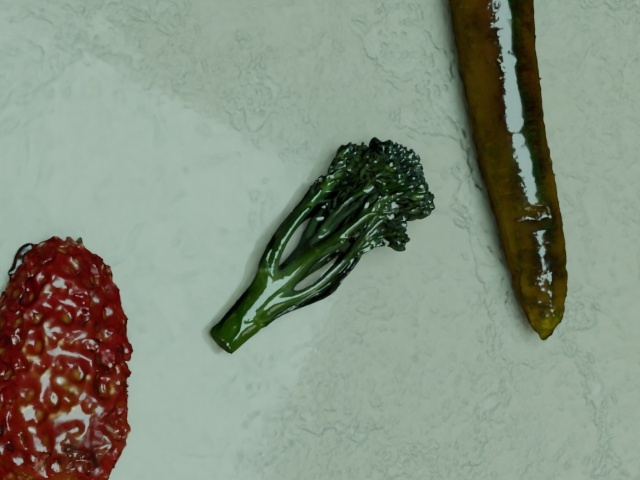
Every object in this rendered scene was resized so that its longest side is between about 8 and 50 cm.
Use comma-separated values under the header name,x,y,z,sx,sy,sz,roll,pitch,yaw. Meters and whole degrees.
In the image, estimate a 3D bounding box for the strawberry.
name,x,y,z,sx,sy,sz,roll,pitch,yaw
strawberry,-0.186,0.088,1.011,0.121,0.082,0.188,4,86,-15

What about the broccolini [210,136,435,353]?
name,x,y,z,sx,sy,sz,roll,pitch,yaw
broccolini,-0.003,0.005,1.103,0.202,0.068,0.091,-41,85,-2

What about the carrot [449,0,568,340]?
name,x,y,z,sx,sy,sz,roll,pitch,yaw
carrot,0.149,-0.079,1.150,0.066,0.066,0.314,-10,91,-19
